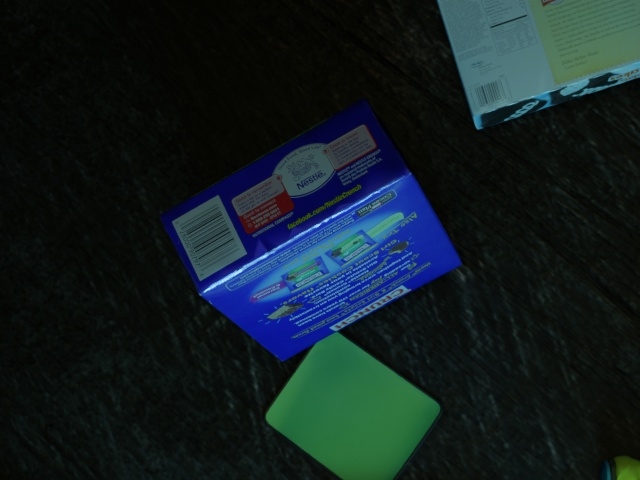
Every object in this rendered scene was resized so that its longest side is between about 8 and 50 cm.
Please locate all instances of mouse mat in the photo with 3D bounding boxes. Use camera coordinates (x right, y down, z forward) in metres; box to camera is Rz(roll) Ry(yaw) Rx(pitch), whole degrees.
[{"bbox_3d":[0.039,0.215,1.740,0.189,0.007,0.153,35,86,20],"label":"mouse mat"}]

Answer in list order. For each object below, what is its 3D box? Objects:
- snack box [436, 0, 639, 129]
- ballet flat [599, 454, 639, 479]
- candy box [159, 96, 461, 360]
[{"bbox_3d":[0.323,-0.280,1.767,0.321,0.060,0.187,-17,73,9],"label":"snack box"},{"bbox_3d":[0.352,0.362,1.594,0.077,0.077,0.231,8,76,-1],"label":"ballet flat"},{"bbox_3d":[0.000,0.000,1.638,0.268,0.317,0.122,-29,65,4],"label":"candy box"}]
